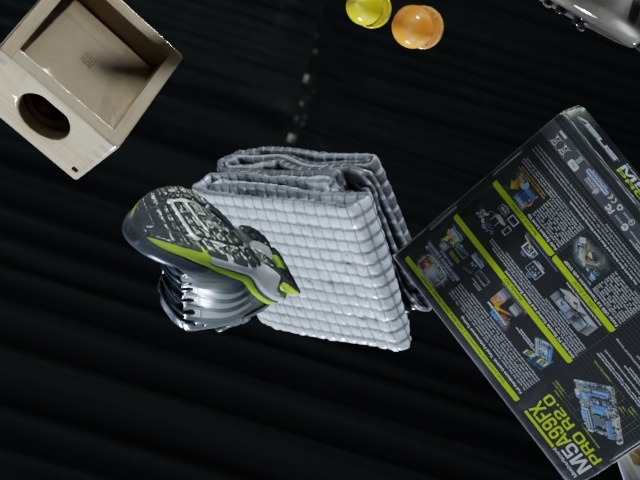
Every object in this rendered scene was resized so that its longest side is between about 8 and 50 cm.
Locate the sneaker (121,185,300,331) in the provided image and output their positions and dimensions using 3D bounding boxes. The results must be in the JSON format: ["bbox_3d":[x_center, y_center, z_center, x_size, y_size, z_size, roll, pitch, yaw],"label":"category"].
[{"bbox_3d":[-0.125,0.038,1.295,0.121,0.111,0.300,-42,152,7],"label":"sneaker"}]

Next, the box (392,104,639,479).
[{"bbox_3d":[0.226,0.051,1.094,0.216,0.270,0.060,-43,170,30],"label":"box"}]

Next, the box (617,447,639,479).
[{"bbox_3d":[0.390,0.176,1.659,0.067,0.063,0.324,-71,142,-76],"label":"box"}]

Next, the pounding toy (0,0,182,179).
[{"bbox_3d":[-0.257,-0.153,1.070,0.094,0.206,0.181,-27,-153,48],"label":"pounding toy"}]

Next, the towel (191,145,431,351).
[{"bbox_3d":[0.000,0.000,1.569,0.121,0.284,0.235,-45,125,-36],"label":"towel"}]

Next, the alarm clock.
[{"bbox_3d":[0.176,-0.196,0.894,0.064,0.192,0.129,-58,152,14],"label":"alarm clock"}]

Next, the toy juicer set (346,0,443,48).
[{"bbox_3d":[0.088,-0.400,1.676,0.209,0.329,0.089,-47,-146,-1],"label":"toy juicer set"}]
